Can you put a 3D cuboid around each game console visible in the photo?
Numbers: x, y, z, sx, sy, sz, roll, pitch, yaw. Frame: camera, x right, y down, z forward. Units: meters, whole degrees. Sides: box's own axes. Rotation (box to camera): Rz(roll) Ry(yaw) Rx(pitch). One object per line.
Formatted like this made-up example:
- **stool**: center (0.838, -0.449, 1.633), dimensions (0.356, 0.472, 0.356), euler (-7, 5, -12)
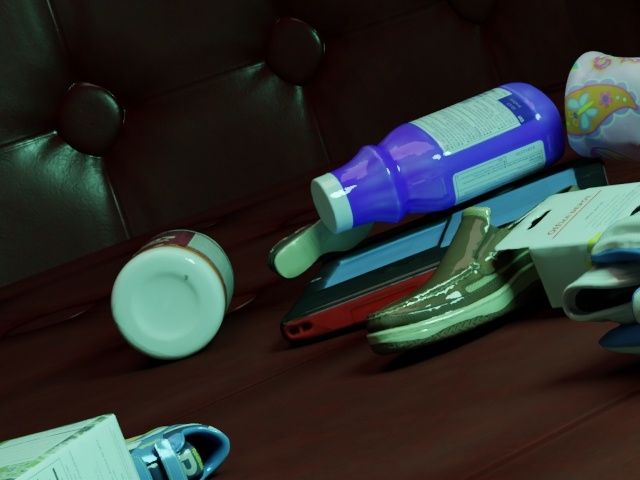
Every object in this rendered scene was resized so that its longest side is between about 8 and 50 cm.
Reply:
- **game console**: center (0.141, 0.001, 1.762), dimensions (0.342, 0.060, 0.386), euler (-16, 7, 10)

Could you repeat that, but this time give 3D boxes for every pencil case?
- **pencil case**: center (0.393, -0.137, 1.740), dimensions (0.284, 0.124, 0.124), euler (4, 20, 40)

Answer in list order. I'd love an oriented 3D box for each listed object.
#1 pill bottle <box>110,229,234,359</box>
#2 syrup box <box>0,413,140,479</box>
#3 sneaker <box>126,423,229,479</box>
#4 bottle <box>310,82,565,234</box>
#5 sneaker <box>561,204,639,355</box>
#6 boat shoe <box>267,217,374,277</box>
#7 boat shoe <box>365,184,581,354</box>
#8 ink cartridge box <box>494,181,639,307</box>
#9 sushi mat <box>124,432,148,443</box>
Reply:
- **pill bottle**: center (-0.158, 0.053, 1.856), dimensions (0.121, 0.121, 0.221), euler (-18, 7, 3)
- **syrup box**: center (-0.198, 0.190, 0.992), dimensions (0.093, 0.096, 0.237), euler (-17, 7, 25)
- **sneaker**: center (-0.120, 0.163, 1.186), dimensions (0.059, 0.053, 0.144), euler (-11, 11, 34)
- **bottle**: center (0.129, -0.087, 1.876), dimensions (0.283, 0.092, 0.118), euler (-23, 31, -16)
- **sneaker**: center (0.274, -0.008, 1.186), dimensions (0.236, 0.130, 0.323), euler (-14, 13, 0)
- **boat shoe**: center (-0.001, -0.002, 1.897), dimensions (0.133, 0.049, 0.042), euler (-31, 15, -16)
- **boat shoe**: center (0.137, 0.019, 1.448), dimensions (0.257, 0.095, 0.095), euler (-21, 0, -32)
- **ink cartridge box**: center (0.245, 0.002, 1.369), dimensions (0.181, 0.061, 0.104), euler (-6, 25, 45)
- **sushi mat**: center (-0.277, 0.204, 1.346), dimensions (0.317, 0.019, 0.151), euler (-15, 1, 18)
